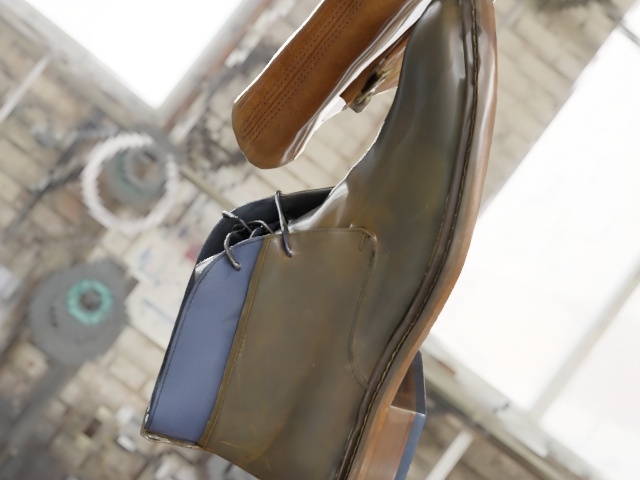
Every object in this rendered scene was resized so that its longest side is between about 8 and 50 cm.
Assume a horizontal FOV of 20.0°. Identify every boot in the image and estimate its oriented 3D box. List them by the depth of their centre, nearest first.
[{"bbox_3d":[0.000,0.000,0.699,0.106,0.219,0.082,12,16,-4],"label":"boot"},{"bbox_3d":[0.108,-0.149,0.762,0.096,0.264,0.280,47,-34,10],"label":"boot"}]
